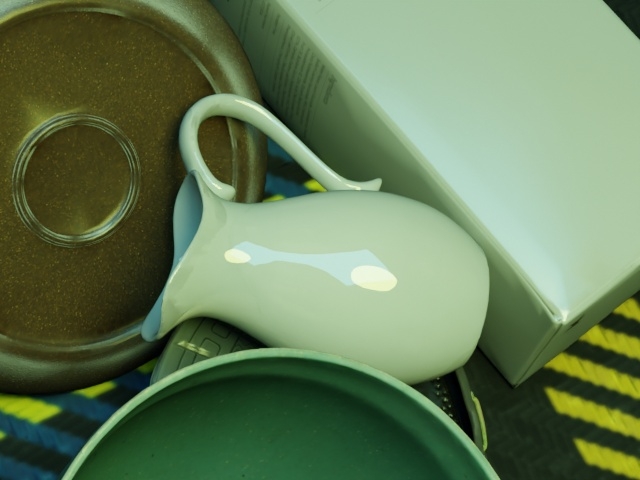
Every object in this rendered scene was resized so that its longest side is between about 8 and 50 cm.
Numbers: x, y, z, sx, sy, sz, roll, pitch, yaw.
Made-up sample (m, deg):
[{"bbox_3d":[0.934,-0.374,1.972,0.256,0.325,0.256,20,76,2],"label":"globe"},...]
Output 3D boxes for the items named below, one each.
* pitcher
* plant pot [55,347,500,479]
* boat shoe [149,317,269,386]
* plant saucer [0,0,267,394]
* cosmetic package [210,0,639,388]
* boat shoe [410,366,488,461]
[{"bbox_3d":[0.000,0.000,1.169,0.207,0.125,0.178,12,68,-14],"label":"pitcher"},{"bbox_3d":[-0.050,0.220,1.010,0.293,0.196,0.293,7,74,-24],"label":"plant pot"},{"bbox_3d":[-0.081,0.161,1.189,0.118,0.103,0.320,23,64,-17],"label":"boat shoe"},{"bbox_3d":[-0.165,-0.042,1.183,0.310,0.050,0.311,-7,105,-27],"label":"plant saucer"},{"bbox_3d":[0.104,-0.104,1.298,0.197,0.155,0.365,-34,77,-19],"label":"cosmetic package"},{"bbox_3d":[0.055,0.073,1.261,0.081,0.069,0.228,-21,72,-16],"label":"boat shoe"}]
